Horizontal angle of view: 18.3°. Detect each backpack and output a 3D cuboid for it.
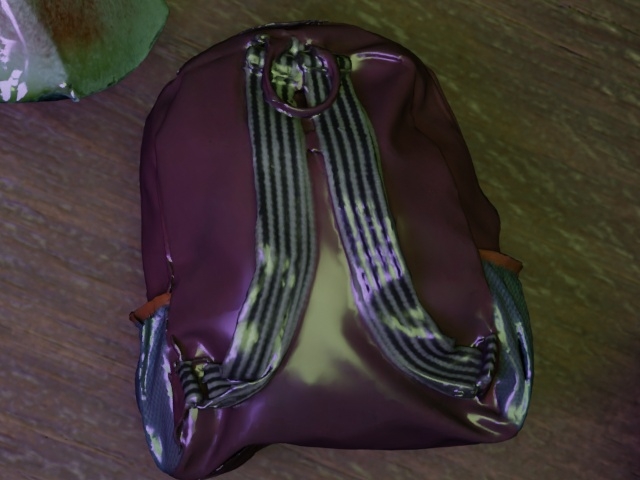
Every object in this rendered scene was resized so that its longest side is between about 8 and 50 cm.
[{"bbox_3d":[0.000,0.000,1.407,0.283,0.197,0.317,-6,87,-4],"label":"backpack"}]

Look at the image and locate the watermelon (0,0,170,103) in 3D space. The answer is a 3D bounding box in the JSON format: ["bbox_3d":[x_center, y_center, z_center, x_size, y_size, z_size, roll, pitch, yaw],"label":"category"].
[{"bbox_3d":[-0.277,-0.251,1.346,0.387,0.228,0.258,24,114,-3],"label":"watermelon"}]
